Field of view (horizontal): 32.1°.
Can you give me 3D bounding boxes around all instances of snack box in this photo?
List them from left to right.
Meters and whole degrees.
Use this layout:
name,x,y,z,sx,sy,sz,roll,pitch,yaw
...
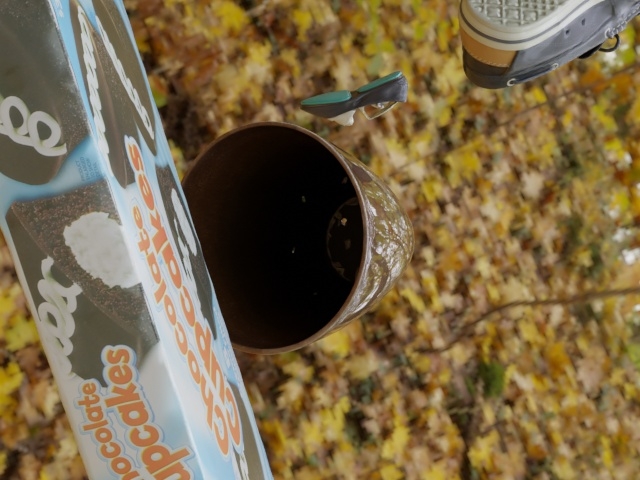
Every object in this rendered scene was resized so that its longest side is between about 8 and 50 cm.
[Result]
name,x,y,z,sx,sy,sz,roll,pitch,yaw
snack box,-0.101,0.023,0.596,0.187,0.060,0.322,-83,157,-81

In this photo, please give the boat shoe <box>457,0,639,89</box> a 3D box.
name,x,y,z,sx,sy,sz,roll,pitch,yaw
boat shoe,0.400,-0.381,1.733,0.187,0.500,0.156,43,-31,26

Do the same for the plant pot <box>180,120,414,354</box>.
name,x,y,z,sx,sy,sz,roll,pitch,yaw
plant pot,0.000,0.000,1.123,0.230,0.215,0.215,3,62,-62

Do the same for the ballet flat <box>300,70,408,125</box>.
name,x,y,z,sx,sy,sz,roll,pitch,yaw
ballet flat,0.066,-0.249,2.038,0.074,0.203,0.074,-16,90,-83
